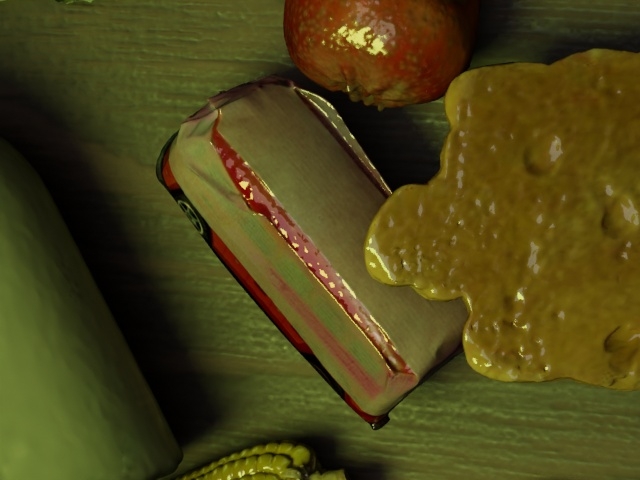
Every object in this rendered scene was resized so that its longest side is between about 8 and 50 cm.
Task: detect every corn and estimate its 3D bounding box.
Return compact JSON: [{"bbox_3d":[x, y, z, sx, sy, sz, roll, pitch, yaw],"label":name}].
[{"bbox_3d":[-0.109,0.262,1.617,0.322,0.119,0.119,-27,89,22],"label":"corn"}]

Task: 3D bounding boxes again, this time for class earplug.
[{"bbox_3d":[-0.335,0.081,1.566,0.313,0.312,0.394,-27,86,18],"label":"earplug"}]

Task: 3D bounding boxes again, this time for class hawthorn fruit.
[{"bbox_3d":[0.073,-0.246,1.485,0.165,0.165,0.285,20,97,13],"label":"hawthorn fruit"}]

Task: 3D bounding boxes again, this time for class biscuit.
[{"bbox_3d":[0.217,-0.014,1.458,0.376,0.051,0.269,-6,87,-7],"label":"biscuit"}]

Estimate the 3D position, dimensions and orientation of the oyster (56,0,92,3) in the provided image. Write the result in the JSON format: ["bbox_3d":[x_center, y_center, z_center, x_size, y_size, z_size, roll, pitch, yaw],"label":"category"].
[{"bbox_3d":[-0.209,-0.301,1.586,0.268,0.112,0.198,-10,115,9],"label":"oyster"}]

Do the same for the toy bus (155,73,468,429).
[{"bbox_3d":[0.000,0.000,1.522,0.127,0.147,0.302,-37,85,-24],"label":"toy bus"}]
